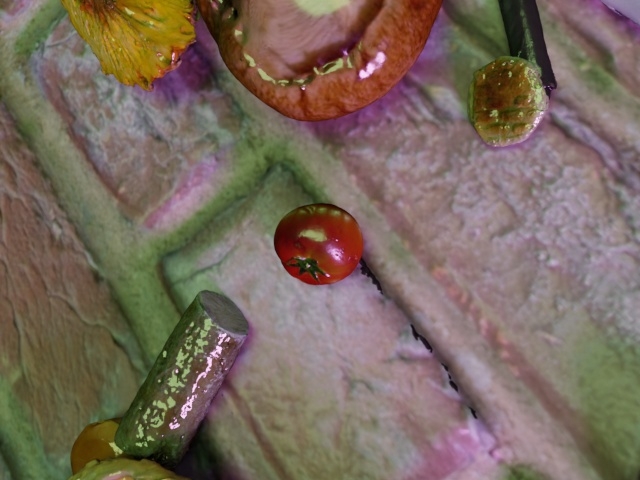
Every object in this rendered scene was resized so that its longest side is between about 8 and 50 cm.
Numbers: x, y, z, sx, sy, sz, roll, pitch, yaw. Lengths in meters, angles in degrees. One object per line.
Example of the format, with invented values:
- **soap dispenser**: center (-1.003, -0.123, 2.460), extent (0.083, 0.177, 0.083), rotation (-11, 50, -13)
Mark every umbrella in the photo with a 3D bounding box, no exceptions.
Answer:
- **umbrella**: center (0.197, -0.194, 0.524), extent (0.036, 0.031, 0.133), rotation (-18, 75, 41)

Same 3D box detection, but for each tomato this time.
- **tomato**: center (0.000, 0.000, 0.535), extent (0.087, 0.087, 0.075), rotation (10, 46, 20)

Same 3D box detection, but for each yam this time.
- **yam**: center (-0.139, 0.144, 0.562), extent (0.078, 0.078, 0.179), rotation (30, 89, 20)

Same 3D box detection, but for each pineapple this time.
- **pineapple**: center (-0.214, -0.282, 0.652), extent (0.250, 0.140, 0.164), rotation (44, 55, 4)

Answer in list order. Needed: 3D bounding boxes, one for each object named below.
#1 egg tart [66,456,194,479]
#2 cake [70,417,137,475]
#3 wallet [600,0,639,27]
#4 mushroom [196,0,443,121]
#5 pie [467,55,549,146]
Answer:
- **egg tart**: center (-0.157, 0.342, 0.514), extent (0.288, 0.118, 0.288), rotation (-2, 85, 18)
- **cake**: center (-0.232, 0.237, 0.595), extent (0.084, 0.044, 0.084), rotation (-2, 83, 18)
- **wallet**: center (0.351, -0.227, 0.430), extent (0.250, 0.075, 0.176), rotation (46, 131, 20)
- **mushroom**: center (-0.004, -0.255, 0.521), extent (0.267, 0.254, 0.267), rotation (0, 99, -2)
- **pie**: center (0.173, -0.130, 0.512), extent (0.084, 0.020, 0.084), rotation (11, 106, 42)
